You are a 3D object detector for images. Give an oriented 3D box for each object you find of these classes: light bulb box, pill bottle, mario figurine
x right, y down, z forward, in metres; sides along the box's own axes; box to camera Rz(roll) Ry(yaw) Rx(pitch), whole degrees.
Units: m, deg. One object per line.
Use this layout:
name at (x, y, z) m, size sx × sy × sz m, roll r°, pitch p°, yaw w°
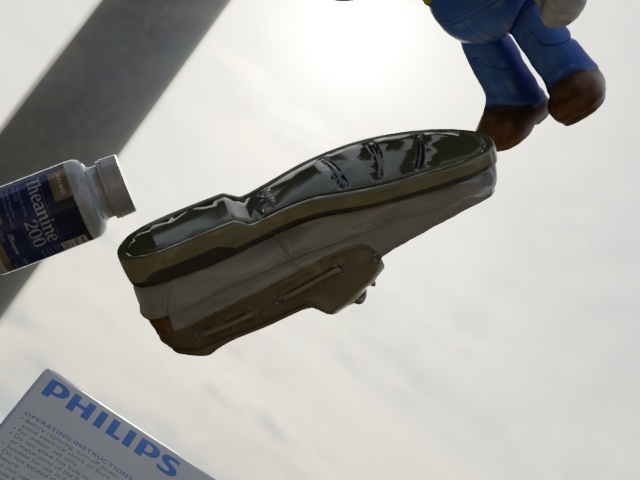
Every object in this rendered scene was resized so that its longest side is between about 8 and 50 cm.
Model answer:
light bulb box at (-0.316, 0.381, 1.388) m, size 0.225 × 0.361 × 0.358 m, roll 35°, pitch -60°, yaw -3°
pill bottle at (-0.210, -0.024, 1.144) m, size 0.067 × 0.120 × 0.067 m, roll 158°, pitch -90°, yaw -86°
mario figurine at (0.111, -0.223, 1.269) m, size 0.320 × 0.198 × 0.170 m, roll 56°, pitch 8°, yaw -13°

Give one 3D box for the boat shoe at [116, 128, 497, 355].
boat shoe at (0.000, 0.000, 1.131) m, size 0.113 × 0.302 × 0.103 m, roll -95°, pitch 166°, yaw -67°
